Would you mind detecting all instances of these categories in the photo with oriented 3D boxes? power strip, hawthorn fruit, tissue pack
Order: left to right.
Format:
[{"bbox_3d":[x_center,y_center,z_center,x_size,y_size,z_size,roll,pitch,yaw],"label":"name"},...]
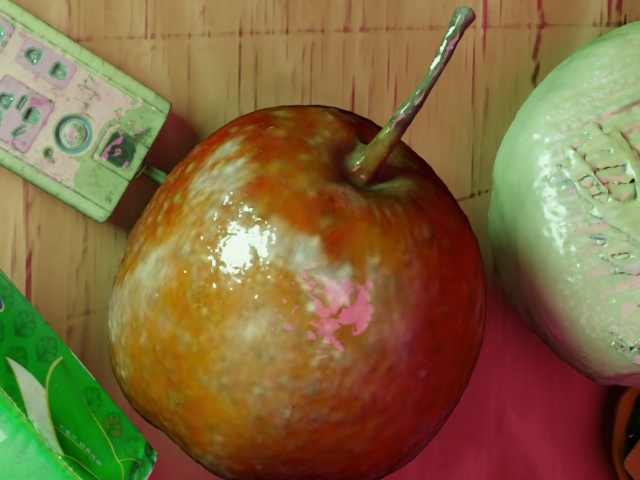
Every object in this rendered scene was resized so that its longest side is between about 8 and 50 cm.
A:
[{"bbox_3d":[-0.216,0.097,1.149,0.148,0.156,0.209,-37,101,20],"label":"tissue pack"},{"bbox_3d":[-0.191,-0.094,1.192,0.268,0.034,0.092,32,85,-22],"label":"power strip"},{"bbox_3d":[-0.021,0.028,1.162,0.235,0.231,0.263,-59,142,-36],"label":"hawthorn fruit"}]

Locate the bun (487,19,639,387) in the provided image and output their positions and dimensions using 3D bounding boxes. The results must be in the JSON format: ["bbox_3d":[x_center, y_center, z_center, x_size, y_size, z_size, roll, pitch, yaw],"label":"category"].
[{"bbox_3d":[0.239,-0.018,1.303,0.273,0.168,0.273,2,75,-7],"label":"bun"}]

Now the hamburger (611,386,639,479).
[{"bbox_3d":[0.289,0.144,1.373,0.162,0.115,0.162,-4,100,-23],"label":"hamburger"}]
